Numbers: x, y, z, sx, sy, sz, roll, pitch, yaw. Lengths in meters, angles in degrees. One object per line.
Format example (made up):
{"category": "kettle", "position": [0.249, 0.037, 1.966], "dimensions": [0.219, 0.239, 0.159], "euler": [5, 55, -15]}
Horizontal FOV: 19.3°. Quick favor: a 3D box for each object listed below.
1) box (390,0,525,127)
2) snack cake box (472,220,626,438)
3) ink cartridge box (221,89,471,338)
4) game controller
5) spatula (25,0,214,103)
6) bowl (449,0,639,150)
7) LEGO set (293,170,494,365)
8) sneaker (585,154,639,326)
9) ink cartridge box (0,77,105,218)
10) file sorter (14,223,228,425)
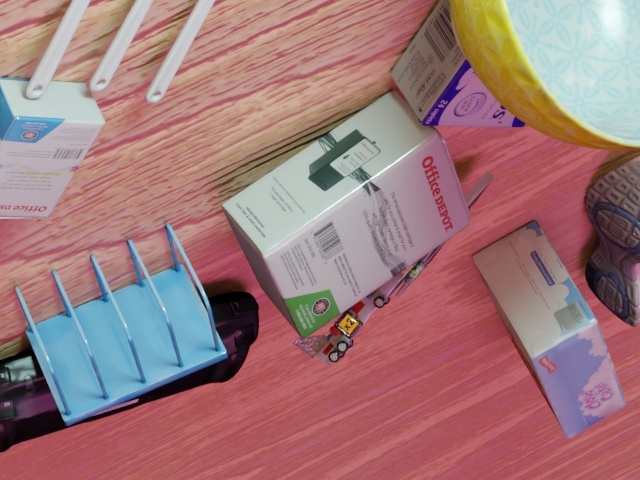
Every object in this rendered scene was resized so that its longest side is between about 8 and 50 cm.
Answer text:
{"category": "box", "position": [0.159, -0.174, 1.765], "dimensions": [0.137, 0.072, 0.126], "euler": [-3, 142, -38]}
{"category": "snack cake box", "position": [0.272, 0.109, 2.206], "dimensions": [0.089, 0.152, 0.264], "euler": [-30, 150, 1]}
{"category": "ink cartridge box", "position": [0.028, -0.025, 1.820], "dimensions": [0.208, 0.087, 0.153], "euler": [-34, 141, -9]}
{"category": "game controller", "position": [-0.215, 0.136, 1.953], "dimensions": [0.319, 0.067, 0.166], "euler": [-16, 162, -20]}
{"category": "spatula", "position": [-0.132, -0.202, 1.518], "dimensions": [0.168, 0.019, 0.242], "euler": [-1, 134, -42]}
{"category": "bowl", "position": [0.205, -0.206, 1.618], "dimensions": [0.289, 0.289, 0.156], "euler": [-1, 172, -38]}
{"category": "LEGO set", "position": [0.069, 0.034, 1.957], "dimensions": [0.244, 0.060, 0.182], "euler": [-46, 173, -35]}
{"category": "sneaker", "position": [0.382, -0.021, 2.177], "dimensions": [0.129, 0.111, 0.297], "euler": [-37, 157, -17]}
{"category": "ink cartridge box", "position": [-0.252, -0.076, 1.592], "dimensions": [0.088, 0.052, 0.122], "euler": [1, 137, -40]}
{"category": "file sorter", "position": [-0.195, 0.075, 1.807], "dimensions": [0.170, 0.118, 0.104], "euler": [-23, 146, -10]}
